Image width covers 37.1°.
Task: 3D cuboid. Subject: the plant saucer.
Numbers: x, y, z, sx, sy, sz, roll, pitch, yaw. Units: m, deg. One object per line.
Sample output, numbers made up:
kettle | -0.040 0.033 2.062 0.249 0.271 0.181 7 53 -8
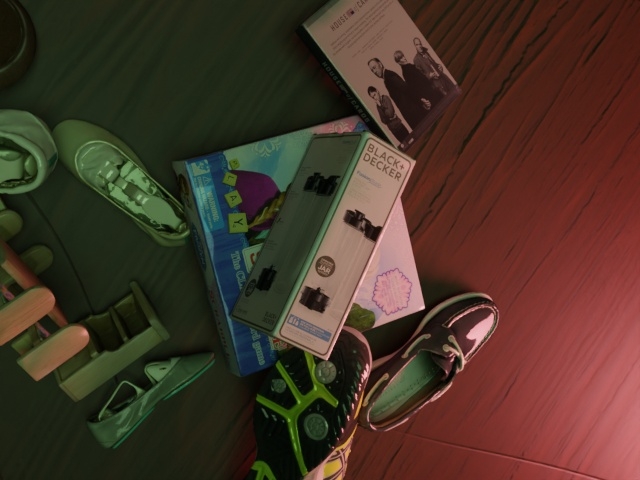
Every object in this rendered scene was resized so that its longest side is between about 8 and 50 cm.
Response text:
plant saucer | -0.468 -0.281 1.282 0.168 0.029 0.169 6 75 -21

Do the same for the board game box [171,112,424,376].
board game box | -0.024 -0.003 1.398 0.317 0.066 0.319 -19 101 -23

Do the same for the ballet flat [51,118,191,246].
ballet flat | -0.277 -0.082 1.355 0.248 0.086 0.086 40 87 -14

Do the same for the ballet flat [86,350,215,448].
ballet flat | -0.253 0.219 1.403 0.213 0.072 0.068 -40 97 -6

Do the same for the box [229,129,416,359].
box | 0.000 0.000 1.279 0.087 0.169 0.290 27 81 -25

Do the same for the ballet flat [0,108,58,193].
ballet flat | -0.529 -0.107 1.179 0.400 0.139 0.139 -2 97 -21

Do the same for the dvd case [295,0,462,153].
dvd case | 0.092 -0.263 1.406 0.239 0.029 0.179 51 57 -12

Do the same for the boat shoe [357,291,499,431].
boat shoe | 0.170 0.193 1.474 0.302 0.091 0.114 -39 112 -11

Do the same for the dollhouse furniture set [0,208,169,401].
dollhouse furniture set | -0.346 0.078 1.298 0.161 0.212 0.242 -36 129 -5

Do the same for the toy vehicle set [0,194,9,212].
toy vehicle set | -0.548 -0.094 1.274 0.165 0.035 0.267 -27 119 -9

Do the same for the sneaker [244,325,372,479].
sneaker | -0.018 0.286 1.402 0.145 0.147 0.385 30 113 22
